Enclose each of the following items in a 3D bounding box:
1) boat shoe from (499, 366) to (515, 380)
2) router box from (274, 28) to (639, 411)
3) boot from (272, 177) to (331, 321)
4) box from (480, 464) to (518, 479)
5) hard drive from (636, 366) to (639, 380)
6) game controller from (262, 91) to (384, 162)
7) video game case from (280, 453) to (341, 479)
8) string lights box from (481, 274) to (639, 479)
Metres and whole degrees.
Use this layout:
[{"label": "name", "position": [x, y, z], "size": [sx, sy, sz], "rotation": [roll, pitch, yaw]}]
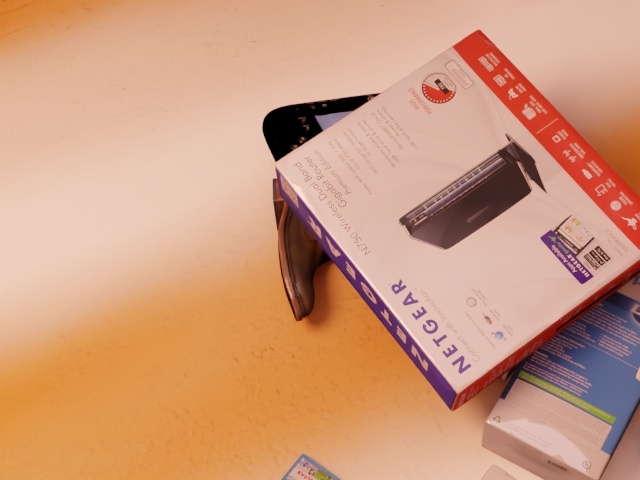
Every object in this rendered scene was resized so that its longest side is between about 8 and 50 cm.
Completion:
[{"label": "boat shoe", "position": [0.245, 0.040, 1.288], "size": [0.088, 0.096, 0.267], "rotation": [28, 72, 16]}, {"label": "router box", "position": [0.166, -0.030, 1.220], "size": [0.301, 0.082, 0.335], "rotation": [-35, 70, -12]}, {"label": "boot", "position": [0.000, 0.000, 1.333], "size": [0.106, 0.082, 0.219], "rotation": [-7, 51, -1]}, {"label": "box", "position": [0.194, 0.357, 1.069], "size": [0.181, 0.119, 0.182], "rotation": [32, 65, 22]}, {"label": "hard drive", "position": [0.429, 0.018, 0.844], "size": [0.233, 0.047, 0.353], "rotation": [26, 61, 20]}, {"label": "game controller", "position": [0.089, -0.131, 1.386], "size": [0.319, 0.067, 0.166], "rotation": [-9, 55, -18]}, {"label": "video game case", "position": [-0.024, 0.327, 1.168], "size": [0.119, 0.015, 0.166], "rotation": [32, 65, 23]}, {"label": "string lights box", "position": [0.302, 0.145, 1.220], "size": [0.133, 0.076, 0.259], "rotation": [27, 63, 19]}]
